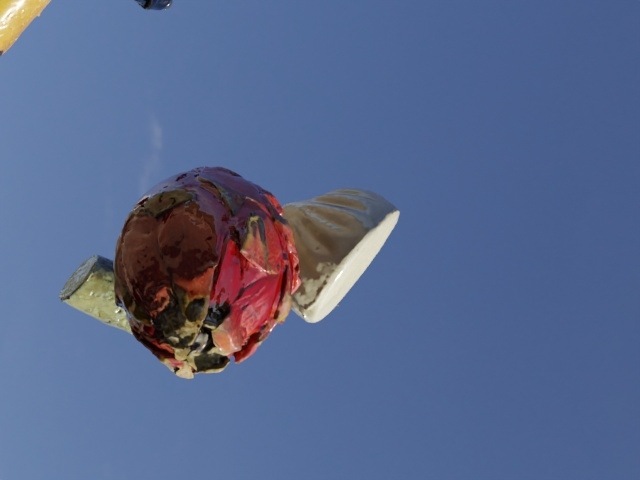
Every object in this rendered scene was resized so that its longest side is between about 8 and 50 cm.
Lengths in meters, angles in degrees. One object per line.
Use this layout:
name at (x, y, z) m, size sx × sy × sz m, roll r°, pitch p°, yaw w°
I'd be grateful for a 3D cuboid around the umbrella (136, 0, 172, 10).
umbrella at (-0.317, -0.458, 2.023) m, size 0.248 × 0.071 × 0.071 m, roll -112°, pitch -158°, yaw -85°

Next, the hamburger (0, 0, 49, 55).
hamburger at (-0.593, -0.423, 1.921) m, size 0.282 × 0.155 × 0.245 m, roll -21°, pitch -149°, yaw 58°

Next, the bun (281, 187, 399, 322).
bun at (0.000, 0.000, 1.887) m, size 0.175 × 0.263 × 0.263 m, roll 38°, pitch -52°, yaw 8°

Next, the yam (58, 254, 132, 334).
yam at (-0.339, 0.096, 1.822) m, size 0.107 × 0.194 × 0.107 m, roll -34°, pitch -139°, yaw 36°

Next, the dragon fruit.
dragon fruit at (-0.166, 0.037, 1.560) m, size 0.277 × 0.342 × 0.277 m, roll 4°, pitch -68°, yaw 11°
